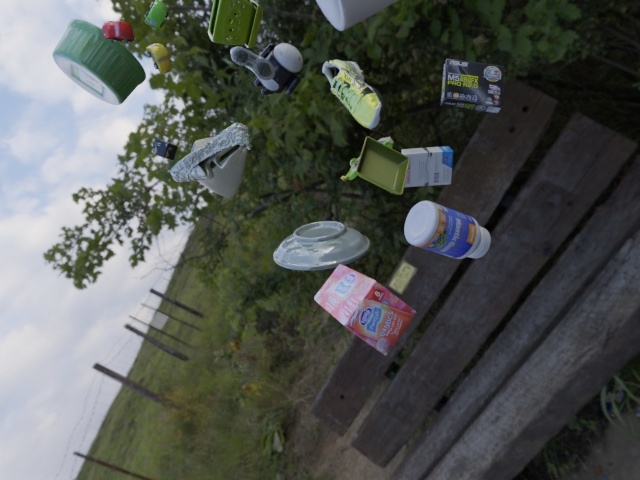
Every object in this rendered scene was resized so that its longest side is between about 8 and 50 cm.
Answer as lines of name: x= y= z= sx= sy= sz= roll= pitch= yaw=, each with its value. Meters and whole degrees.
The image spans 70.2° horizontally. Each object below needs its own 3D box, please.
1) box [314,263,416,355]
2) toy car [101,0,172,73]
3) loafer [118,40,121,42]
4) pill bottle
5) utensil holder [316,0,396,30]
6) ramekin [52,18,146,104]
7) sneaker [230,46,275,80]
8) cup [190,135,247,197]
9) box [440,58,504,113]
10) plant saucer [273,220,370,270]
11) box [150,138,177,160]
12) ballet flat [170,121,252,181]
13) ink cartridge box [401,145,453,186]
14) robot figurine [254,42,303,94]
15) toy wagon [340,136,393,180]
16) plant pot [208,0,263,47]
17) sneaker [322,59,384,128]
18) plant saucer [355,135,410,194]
box: x=0.112 y=0.182 z=1.281 sx=0.142 sy=0.154 sz=0.300 roll=-54 pitch=15 yaw=-5
toy car: x=-0.573 y=-0.714 z=1.526 sx=0.053 sy=0.239 sz=0.225 roll=2 pitch=68 yaw=56
loafer: x=-0.837 y=-0.840 z=1.871 sx=0.061 sy=0.062 sz=0.170 roll=-20 pitch=51 yaw=23
pill bottle: x=0.427 y=-0.024 z=1.505 sx=0.152 sy=0.272 sz=0.152 roll=-40 pitch=42 yaw=49
utensil holder: x=0.150 y=-0.737 z=1.085 sx=0.385 sy=0.327 sz=0.327 roll=-30 pitch=5 yaw=3
ramekin: x=-0.824 y=-0.645 z=1.689 sx=0.148 sy=0.303 sz=0.303 roll=-62 pitch=2 yaw=-14
sneaker: x=-0.310 y=-0.824 z=2.091 sx=0.090 sy=0.232 sz=0.115 roll=-52 pitch=39 yaw=17
cup: x=-0.548 y=-0.402 z=2.364 sx=0.331 sy=0.237 sz=0.331 roll=-35 pitch=50 yaw=55
box: x=0.689 y=-0.700 z=2.067 sx=0.060 sy=0.270 sz=0.216 roll=100 pitch=179 yaw=-75
plant saucer: x=0.000 y=0.000 z=1.853 sx=0.400 sy=0.400 sz=0.100 roll=-70 pitch=-27 yaw=-69
box: x=-0.616 y=-0.358 z=1.796 sx=0.052 sy=0.083 sz=0.062 roll=11 pitch=-80 yaw=-60
ballet flat: x=-0.461 y=-0.341 z=1.922 sx=0.409 sy=0.147 sz=0.147 roll=-33 pitch=12 yaw=15
ink cartridge box: x=0.444 y=-0.311 z=1.919 sx=0.086 sy=0.203 sz=0.148 roll=-90 pitch=-4 yaw=-62
robot figurine: x=-0.211 y=-0.868 z=2.321 sx=0.278 sy=0.209 sz=0.173 roll=-39 pitch=36 yaw=34
toy wagon: x=0.253 y=-0.440 z=2.518 sx=0.344 sy=0.068 sz=0.267 roll=-46 pitch=18 yaw=-7
plant pot: x=-0.399 y=-1.041 z=2.144 sx=0.228 sy=0.207 sz=0.227 roll=-118 pitch=42 yaw=-51
sneaker: x=0.118 y=-0.564 z=1.769 sx=0.384 sy=0.147 sz=0.145 roll=63 pitch=140 yaw=36
plant saucer: x=0.220 y=-0.261 z=1.645 sx=0.045 sy=0.188 sz=0.188 roll=-50 pitch=18 yaw=56
